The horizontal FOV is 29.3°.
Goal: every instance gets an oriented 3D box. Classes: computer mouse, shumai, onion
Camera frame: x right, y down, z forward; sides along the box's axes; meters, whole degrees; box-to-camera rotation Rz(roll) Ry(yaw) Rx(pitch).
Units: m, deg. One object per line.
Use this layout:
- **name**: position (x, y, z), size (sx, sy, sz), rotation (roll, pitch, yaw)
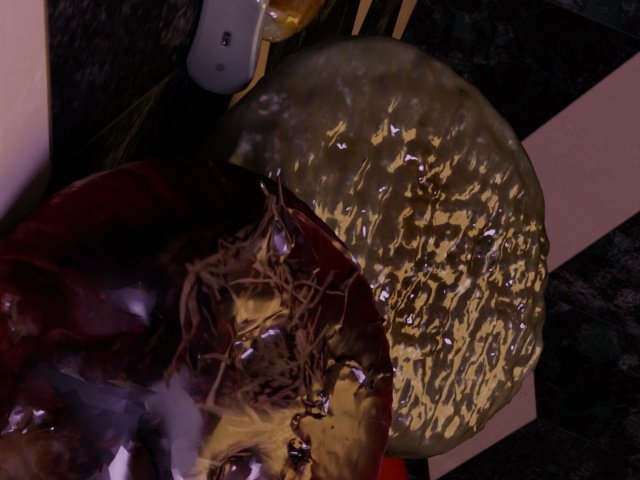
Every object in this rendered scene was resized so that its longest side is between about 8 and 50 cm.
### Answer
- **computer mouse**: position (-0.070, -0.168, 0.961), size (0.032, 0.056, 0.110), rotation (-75, -178, -54)
- **shumai**: position (0.000, 0.000, 1.137), size (0.323, 0.397, 0.324), rotation (14, -112, 56)
- **onion**: position (-0.094, 0.105, 0.783), size (0.232, 0.314, 0.314), rotation (-13, -136, 52)

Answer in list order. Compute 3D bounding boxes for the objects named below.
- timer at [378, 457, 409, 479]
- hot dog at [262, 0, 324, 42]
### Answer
- **timer**: position (-0.054, 0.360, 1.750), size (0.279, 0.378, 0.378), rotation (-59, 180, 36)
- **hot dog**: position (-0.010, -0.261, 1.079), size (0.068, 0.083, 0.289), rotation (-45, -169, 42)
